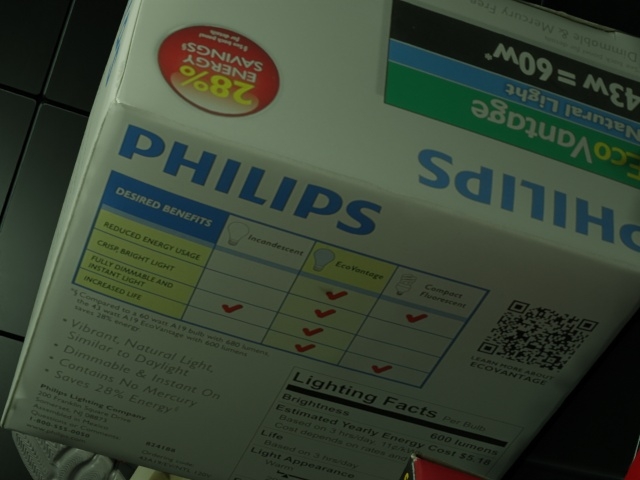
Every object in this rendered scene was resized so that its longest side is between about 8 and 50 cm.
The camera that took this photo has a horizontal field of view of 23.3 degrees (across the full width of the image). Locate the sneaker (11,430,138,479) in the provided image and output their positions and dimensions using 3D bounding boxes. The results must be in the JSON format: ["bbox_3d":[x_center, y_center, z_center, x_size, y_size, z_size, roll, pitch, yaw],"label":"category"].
[{"bbox_3d":[-0.194,0.258,1.794,0.124,0.321,0.180,-41,12,46],"label":"sneaker"}]

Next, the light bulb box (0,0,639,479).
[{"bbox_3d":[0.000,0.000,1.087,0.361,0.357,0.225,118,165,-46],"label":"light bulb box"}]

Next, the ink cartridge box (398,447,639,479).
[{"bbox_3d":[0.085,0.262,0.788,0.309,0.130,0.272,-90,20,-64],"label":"ink cartridge box"}]

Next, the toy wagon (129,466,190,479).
[{"bbox_3d":[-0.018,0.183,1.354,0.344,0.068,0.267,-31,30,1],"label":"toy wagon"}]
